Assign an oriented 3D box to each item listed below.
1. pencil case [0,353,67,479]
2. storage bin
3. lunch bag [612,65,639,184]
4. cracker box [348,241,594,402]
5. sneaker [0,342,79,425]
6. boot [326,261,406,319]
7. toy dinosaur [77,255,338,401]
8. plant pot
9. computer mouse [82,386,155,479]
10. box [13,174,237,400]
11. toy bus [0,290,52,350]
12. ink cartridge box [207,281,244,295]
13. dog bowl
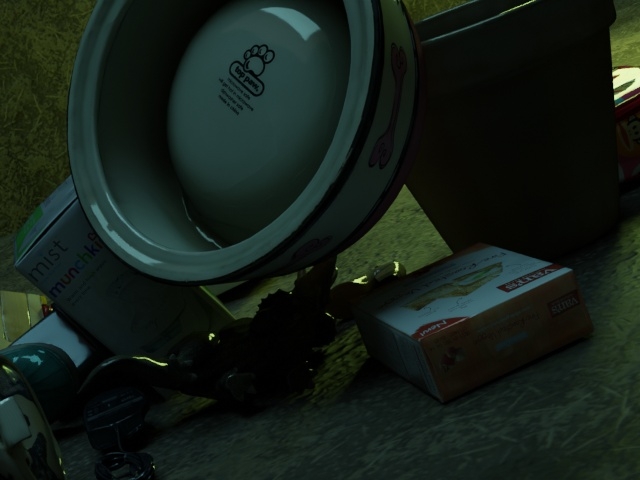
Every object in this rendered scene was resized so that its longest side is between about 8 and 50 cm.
[{"bbox_3d":[-0.440,0.236,1.286,0.410,0.160,0.183,-20,-6,5],"label":"pencil case"},{"bbox_3d":[-0.303,0.149,1.623,0.091,0.098,0.135,-35,47,-19],"label":"storage bin"},{"bbox_3d":[0.337,-0.130,1.788,0.258,0.120,0.293,-30,12,-22],"label":"lunch bag"},{"bbox_3d":[0.134,0.070,1.294,0.155,0.067,0.232,-24,12,-11],"label":"cracker box"},{"bbox_3d":[-0.407,0.210,1.530,0.302,0.108,0.121,-25,9,22],"label":"sneaker"},{"bbox_3d":[0.046,0.059,1.596,0.118,0.042,0.087,-20,5,-2],"label":"boot"},{"bbox_3d":[-0.090,0.122,1.416,0.313,0.121,0.160,-28,0,-12],"label":"toy dinosaur"},{"bbox_3d":[0.204,-0.125,1.549,0.323,0.280,0.323,-19,11,4],"label":"plant pot"},{"bbox_3d":[-0.193,0.203,1.353,0.071,0.041,0.242,-21,17,-7],"label":"computer mouse"},{"bbox_3d":[-0.235,0.041,1.605,0.127,0.231,0.262,-49,15,-3],"label":"box"},{"bbox_3d":[-0.395,0.155,1.747,0.202,0.191,0.104,-36,-25,-55],"label":"toy bus"},{"bbox_3d":[-0.140,0.005,1.972,0.172,0.100,0.237,-26,8,24],"label":"ink cartridge box"},{"bbox_3d":[-0.068,-0.144,1.406,0.408,0.408,0.150,-13,-17,35],"label":"dog bowl"}]
